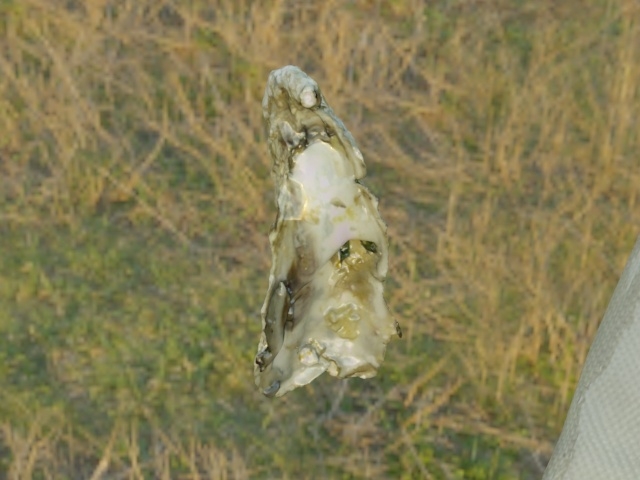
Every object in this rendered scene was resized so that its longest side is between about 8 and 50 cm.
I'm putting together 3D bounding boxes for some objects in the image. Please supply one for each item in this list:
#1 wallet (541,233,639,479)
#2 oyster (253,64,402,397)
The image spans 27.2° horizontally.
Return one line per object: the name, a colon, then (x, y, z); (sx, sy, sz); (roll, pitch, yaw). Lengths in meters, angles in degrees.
wallet: (0.258, 0.066, 0.551); (0.335, 0.274, 0.068); (14, -8, 35)
oyster: (0.001, 0.003, 0.731); (0.106, 0.199, 0.061); (4, 24, -29)
